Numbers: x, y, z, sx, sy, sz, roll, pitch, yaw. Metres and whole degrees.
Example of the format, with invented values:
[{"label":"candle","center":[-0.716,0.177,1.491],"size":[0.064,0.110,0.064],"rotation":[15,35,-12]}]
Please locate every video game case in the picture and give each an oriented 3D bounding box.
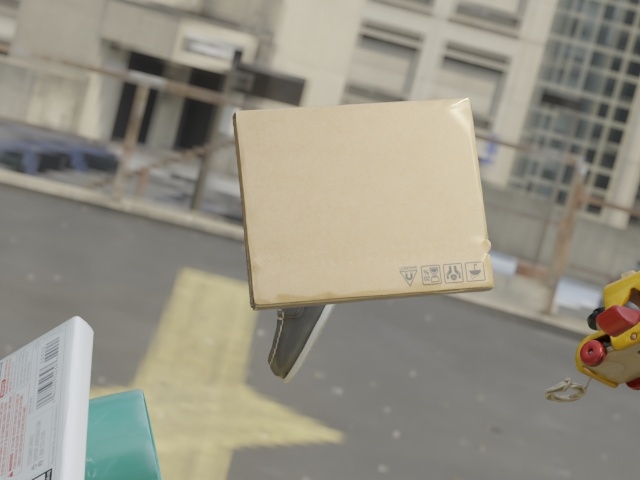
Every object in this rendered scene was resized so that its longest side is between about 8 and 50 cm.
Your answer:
[{"label":"video game case","center":[-0.231,0.165,1.098],"size":[0.023,0.193,0.212],"rotation":[49,20,-32]}]

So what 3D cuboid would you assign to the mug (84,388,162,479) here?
[{"label":"mug","center":[-0.208,0.230,1.667],"size":[0.097,0.129,0.157],"rotation":[-11,54,-6]}]

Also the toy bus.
[{"label":"toy bus","center":[0.340,0.081,1.761],"size":[0.202,0.104,0.191],"rotation":[-1,-31,-5]}]

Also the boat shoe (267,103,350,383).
[{"label":"boat shoe","center":[0.000,0.000,1.892],"size":[0.095,0.335,0.112],"rotation":[26,20,1]}]

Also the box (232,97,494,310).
[{"label":"box","center":[0.035,-0.032,1.387],"size":[0.201,0.164,0.021],"rotation":[-4,-11,-10]}]
